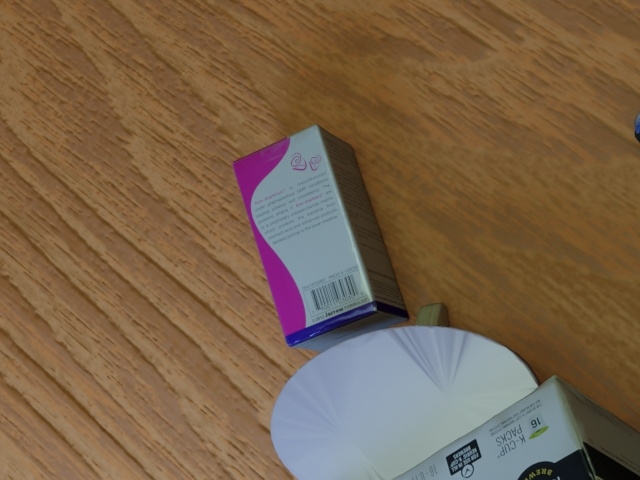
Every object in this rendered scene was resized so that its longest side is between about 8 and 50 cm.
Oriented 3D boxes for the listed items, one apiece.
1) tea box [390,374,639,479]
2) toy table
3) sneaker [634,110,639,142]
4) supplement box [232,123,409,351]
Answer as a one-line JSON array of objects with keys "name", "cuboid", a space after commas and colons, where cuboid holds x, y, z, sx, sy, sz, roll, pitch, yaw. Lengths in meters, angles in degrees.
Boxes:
[{"name": "tea box", "cuboid": [0.177, 0.359, 1.195, 0.329, 0.220, 0.323, -37, 44, 22]}, {"name": "toy table", "cuboid": [0.106, 0.181, 1.403, 0.274, 0.161, 0.252, 2, 81, 22]}, {"name": "sneaker", "cuboid": [0.445, -0.212, 1.368, 0.330, 0.130, 0.147, -44, 41, 19]}, {"name": "supplement box", "cuboid": [0.000, 0.000, 1.504, 0.111, 0.114, 0.220, -22, 74, 18]}]
